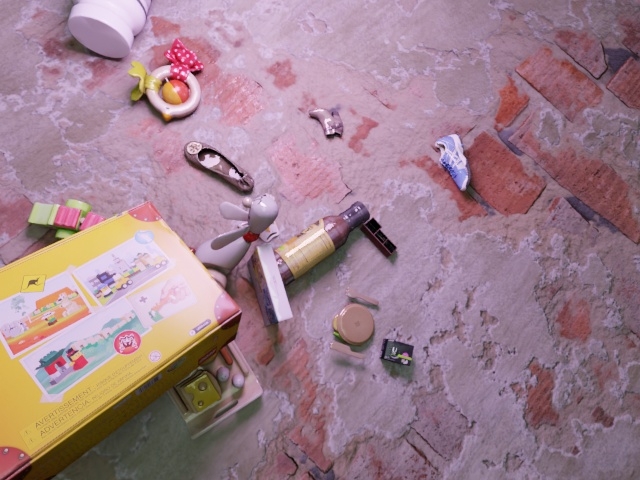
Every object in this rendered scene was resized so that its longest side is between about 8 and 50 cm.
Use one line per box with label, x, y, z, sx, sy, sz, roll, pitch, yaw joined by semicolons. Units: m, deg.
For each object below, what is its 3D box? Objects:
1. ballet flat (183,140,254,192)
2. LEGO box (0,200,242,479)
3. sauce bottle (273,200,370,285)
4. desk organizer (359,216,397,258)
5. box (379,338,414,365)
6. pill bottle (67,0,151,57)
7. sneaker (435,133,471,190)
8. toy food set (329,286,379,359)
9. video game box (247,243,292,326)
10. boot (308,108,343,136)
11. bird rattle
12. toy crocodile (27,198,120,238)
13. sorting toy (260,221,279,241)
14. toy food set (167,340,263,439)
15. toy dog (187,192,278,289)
ballet flat;-0.313;-0.235;1.246;0.249;0.058;0.084;35;73;0
LEGO box;-0.484;0.192;0.867;0.500;0.193;0.372;-34;72;-33
sauce bottle;0.000;0.000;1.219;0.344;0.111;0.111;-35;85;-17
desk organizer;0.190;-0.010;1.281;0.047;0.050;0.130;-42;87;-16
box;0.229;0.335;1.206;0.083;0.052;0.062;16;75;-4
pill bottle;-0.635;-0.777;1.241;0.210;0.210;0.363;10;75;-7
sneaker;0.454;-0.263;1.377;0.081;0.080;0.211;-9;69;-5
toy food set;0.101;0.253;1.217;0.132;0.038;0.192;23;69;-11
video game box;-0.147;0.130;1.121;0.048;0.187;0.205;-15;80;-20
boot;0.020;-0.393;1.348;0.118;0.042;0.087;-1;79;-9
bird rattle;-0.470;-0.491;1.272;0.253;0.143;0.207;-35;96;-28
toy crocodile;-0.635;-0.041;1.122;0.340;0.105;0.115;16;75;-5
sorting toy;-0.166;-0.038;1.239;0.083;0.045;0.075;-37;104;-15
toy food set;-0.322;0.340;1.071;0.219;0.092;0.306;-30;95;-14
toy dog;-0.262;-0.011;1.071;0.160;0.220;0.334;30;102;-22
